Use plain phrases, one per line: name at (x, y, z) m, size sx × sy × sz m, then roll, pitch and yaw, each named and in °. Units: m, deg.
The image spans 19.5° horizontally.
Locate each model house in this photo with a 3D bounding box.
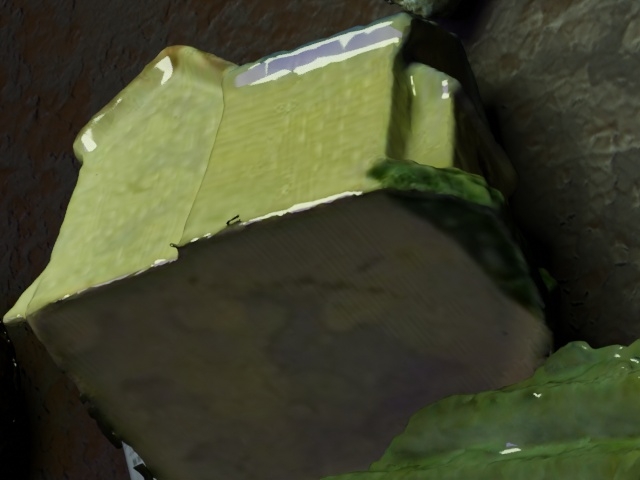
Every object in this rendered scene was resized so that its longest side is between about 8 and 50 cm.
model house at (0.000, 0.000, 1.236) m, size 0.321 × 0.261 × 0.266 m, roll -18°, pitch 40°, yaw 20°

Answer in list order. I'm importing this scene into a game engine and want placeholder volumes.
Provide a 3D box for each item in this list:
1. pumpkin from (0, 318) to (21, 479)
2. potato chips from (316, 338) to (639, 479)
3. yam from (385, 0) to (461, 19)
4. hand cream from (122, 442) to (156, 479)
pumpkin at (-0.332, 0.134, 1.518) m, size 0.238 × 0.159 × 0.237 m, roll 9°, pitch 100°, yaw 60°
potato chips at (0.065, 0.246, 1.011) m, size 0.389 × 0.097 × 0.373 m, roll -30°, pitch 47°, yaw 23°
yam at (0.095, -0.239, 1.287) m, size 0.078 × 0.078 × 0.179 m, roll 35°, pitch 102°, yaw 42°
hand cream at (-0.126, 0.142, 1.405) m, size 0.079 × 0.048 × 0.255 m, roll -39°, pitch 58°, yaw 35°
